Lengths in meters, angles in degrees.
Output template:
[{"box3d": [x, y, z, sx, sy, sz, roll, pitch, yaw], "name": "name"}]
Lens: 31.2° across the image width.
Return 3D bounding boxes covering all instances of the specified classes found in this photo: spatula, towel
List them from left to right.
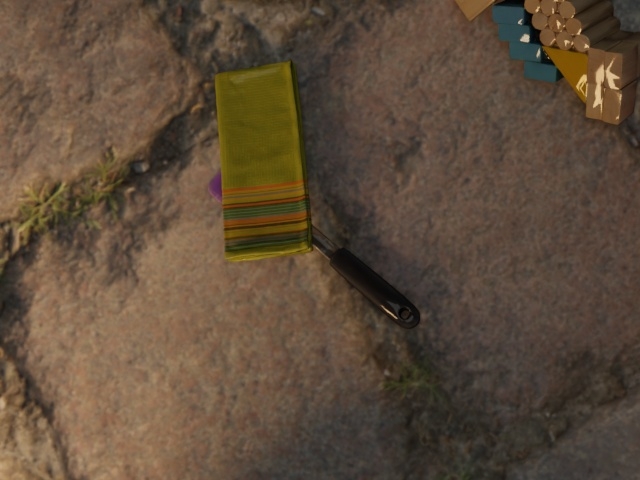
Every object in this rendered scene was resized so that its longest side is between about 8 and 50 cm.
[{"box3d": [-0.068, -0.094, 1.327, 0.102, 0.021, 0.237, -7, 73, 7], "name": "towel"}, {"box3d": [0.000, 0.000, 1.326, 0.296, 0.030, 0.084, 40, 84, 8], "name": "spatula"}]

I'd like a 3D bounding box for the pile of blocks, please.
[{"box3d": [0.255, -0.295, 1.327, 0.113, 0.149, 0.362, -32, 91, -44], "name": "pile of blocks"}]
